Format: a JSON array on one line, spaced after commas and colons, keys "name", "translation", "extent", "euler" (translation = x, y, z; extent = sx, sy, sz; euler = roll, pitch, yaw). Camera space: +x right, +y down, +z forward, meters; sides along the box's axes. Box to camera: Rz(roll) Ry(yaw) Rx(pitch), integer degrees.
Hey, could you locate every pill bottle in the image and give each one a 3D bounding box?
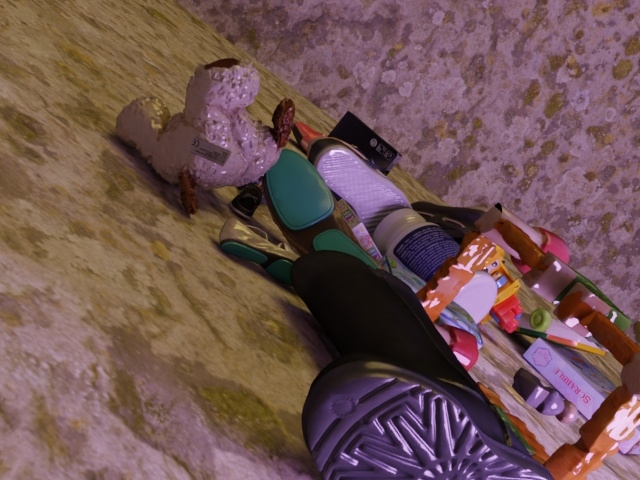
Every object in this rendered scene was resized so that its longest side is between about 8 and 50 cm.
[{"name": "pill bottle", "translation": [0.226, 0.057, 1.725], "extent": [0.153, 0.153, 0.264], "euler": [25, 19, -46]}]

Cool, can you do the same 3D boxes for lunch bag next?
[{"name": "lunch bag", "translation": [0.179, 0.126, 1.496], "extent": [0.219, 0.090, 0.176], "euler": [36, 14, -12]}]

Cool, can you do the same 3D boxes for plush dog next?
[{"name": "plush dog", "translation": [-0.154, -0.144, 1.316], "extent": [0.225, 0.263, 0.210], "euler": [-2, 75, -57]}]

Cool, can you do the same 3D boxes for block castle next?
[{"name": "block castle", "translation": [0.311, 0.185, 1.177], "extent": [0.213, 0.303, 0.453], "euler": [31, 15, -33]}]

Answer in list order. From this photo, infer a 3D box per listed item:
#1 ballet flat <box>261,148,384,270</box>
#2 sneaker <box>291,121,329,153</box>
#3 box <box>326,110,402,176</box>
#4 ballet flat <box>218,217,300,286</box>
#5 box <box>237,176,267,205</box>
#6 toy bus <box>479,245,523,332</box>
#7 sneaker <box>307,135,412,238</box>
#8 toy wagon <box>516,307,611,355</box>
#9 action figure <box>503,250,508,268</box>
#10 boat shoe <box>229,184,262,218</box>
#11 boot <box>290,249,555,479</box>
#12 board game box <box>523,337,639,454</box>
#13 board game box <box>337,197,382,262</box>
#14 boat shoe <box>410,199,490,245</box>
[{"name": "ballet flat", "translation": [0.000, 0.000, 1.393], "extent": [0.342, 0.116, 0.124], "euler": [52, -23, 28]}, {"name": "sneaker", "translation": [0.061, -0.264, 2.429], "extent": [0.314, 0.136, 0.116], "euler": [36, 12, -9]}, {"name": "box", "translation": [0.081, -0.201, 2.141], "extent": [0.184, 0.190, 0.045], "euler": [43, 12, 17]}, {"name": "ballet flat", "translation": [-0.073, 0.016, 1.236], "extent": [0.168, 0.057, 0.052], "euler": [30, 51, -30]}, {"name": "box", "translation": [-0.085, -0.113, 1.677], "extent": [0.231, 0.056, 0.183], "euler": [30, 15, -33]}, {"name": "toy bus", "translation": [0.391, 0.106, 1.939], "extent": [0.211, 0.150, 0.220], "euler": [53, -10, 25]}, {"name": "sneaker", "translation": [0.090, -0.112, 1.816], "extent": [0.321, 0.126, 0.127], "euler": [47, 6, -34]}, {"name": "toy wagon", "translation": [0.580, 0.223, 2.142], "extent": [0.267, 0.068, 0.344], "euler": [19, -5, -27]}, {"name": "action figure", "translation": [0.431, 0.055, 2.309], "extent": [0.276, 0.140, 0.164], "euler": [39, 10, 35]}, {"name": "boat shoe", "translation": [-0.124, -0.068, 1.452], "extent": [0.046, 0.038, 0.125], "euler": [38, 12, -3]}, {"name": "boot", "translation": [0.061, 0.130, 1.019], "extent": [0.367, 0.146, 0.445], "euler": [40, 13, -34]}, {"name": "board game box", "translation": [0.674, 0.381, 2.032], "extent": [0.318, 0.066, 0.319], "euler": [47, 15, 35]}, {"name": "board game box", "translation": [0.085, -0.002, 1.697], "extent": [0.154, 0.026, 0.103], "euler": [57, -1, -37]}, {"name": "boat shoe", "translation": [0.252, -0.022, 1.871], "extent": [0.335, 0.096, 0.112], "euler": [1, -61, 55]}]
